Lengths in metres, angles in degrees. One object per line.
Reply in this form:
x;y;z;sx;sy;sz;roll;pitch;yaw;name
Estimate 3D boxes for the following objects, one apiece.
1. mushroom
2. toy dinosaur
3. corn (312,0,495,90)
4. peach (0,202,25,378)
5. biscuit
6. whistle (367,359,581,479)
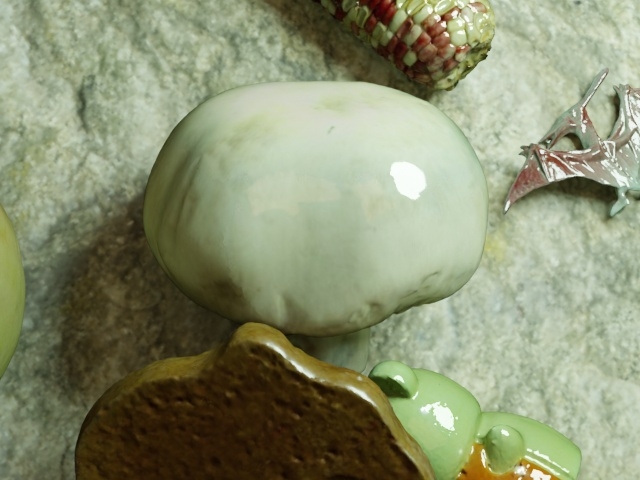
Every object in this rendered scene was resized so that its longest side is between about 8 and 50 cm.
0.000;0.000;0.986;0.254;0.234;0.260;-22;33;-37;mushroom
0.238;-0.078;1.087;0.220;0.032;0.108;-33;75;-20;toy dinosaur
0.023;-0.239;1.092;0.290;0.098;0.098;41;77;11;corn
-0.362;0.027;0.933;0.292;0.247;0.292;-6;74;19;peach
-0.042;0.195;0.933;0.257;0.049;0.273;-34;100;20;biscuit
0.129;0.186;0.966;0.288;0.131;0.106;30;48;6;whistle
